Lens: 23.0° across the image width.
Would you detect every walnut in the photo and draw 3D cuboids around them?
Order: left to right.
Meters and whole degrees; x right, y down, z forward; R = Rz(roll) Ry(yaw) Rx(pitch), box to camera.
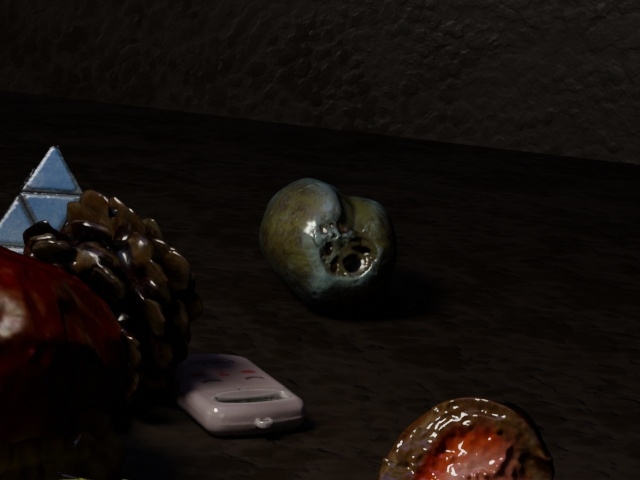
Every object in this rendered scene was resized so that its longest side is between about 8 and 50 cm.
[{"bbox_3d":[-0.244,0.113,1.188,0.244,0.222,0.269,42,19,15],"label":"walnut"}]

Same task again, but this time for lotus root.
[{"bbox_3d":[0.000,0.000,1.897,0.158,0.140,0.322,20,4,-10],"label":"lotus root"}]

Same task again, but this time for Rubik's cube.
[{"bbox_3d":[-0.273,0.009,1.791,0.178,0.190,0.211,27,24,18],"label":"Rubik's cube"}]

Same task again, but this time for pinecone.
[{"bbox_3d":[-0.213,0.065,1.418,0.204,0.179,0.184,-25,60,-38],"label":"pinecone"}]

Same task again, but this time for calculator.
[{"bbox_3d":[-0.084,0.143,1.459,0.100,0.032,0.175,-2,14,-27],"label":"calculator"}]

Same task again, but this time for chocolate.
[{"bbox_3d":[0.095,0.184,1.124,0.133,0.127,0.124,-18,30,-20],"label":"chocolate"}]

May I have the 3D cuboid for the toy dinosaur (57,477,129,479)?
[{"bbox_3d":[-0.212,0.190,1.003,0.259,0.094,0.153,4,40,-28],"label":"toy dinosaur"}]
